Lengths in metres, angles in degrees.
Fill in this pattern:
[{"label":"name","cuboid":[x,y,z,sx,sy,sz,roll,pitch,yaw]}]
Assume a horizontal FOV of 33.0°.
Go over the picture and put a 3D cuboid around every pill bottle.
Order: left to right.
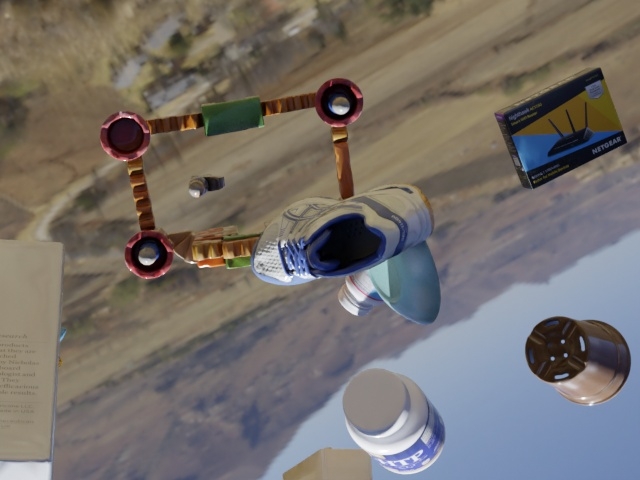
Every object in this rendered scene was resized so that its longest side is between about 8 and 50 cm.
[{"label":"pill bottle","cuboid":[0.100,0.056,1.896,0.087,0.087,0.160,-21,152,-55]},{"label":"pill bottle","cuboid":[0.095,0.237,1.441,0.112,0.112,0.186,-29,149,5]}]

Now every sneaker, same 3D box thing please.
[{"label":"sneaker","cuboid":[0.000,0.000,1.423,0.296,0.111,0.131,-21,-173,38]}]

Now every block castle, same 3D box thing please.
[{"label":"block castle","cuboid":[-0.138,-0.109,1.909,0.453,0.303,0.213,-9,-170,-4]}]

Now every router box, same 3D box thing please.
[{"label":"router box","cuboid":[0.380,-0.178,1.712,0.179,0.133,0.046,-27,-167,-9]}]

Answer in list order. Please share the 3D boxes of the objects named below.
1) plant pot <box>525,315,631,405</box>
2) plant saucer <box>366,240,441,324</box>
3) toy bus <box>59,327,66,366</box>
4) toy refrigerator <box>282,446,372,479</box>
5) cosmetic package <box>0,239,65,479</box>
[{"label":"plant pot","cuboid":[0.469,0.215,2.014,0.167,0.167,0.165,-31,150,25]},{"label":"plant saucer","cuboid":[0.099,0.033,1.505,0.037,0.195,0.195,-21,172,-19]},{"label":"toy bus","cuboid":[-0.582,0.200,2.003,0.191,0.202,0.104,99,15,-46]},{"label":"toy refrigerator","cuboid":[0.009,0.476,2.142,0.102,0.094,0.269,4,158,-17]},{"label":"cosmetic package","cuboid":[-0.415,0.206,1.368,0.162,0.230,0.453,4,-151,-13]}]
